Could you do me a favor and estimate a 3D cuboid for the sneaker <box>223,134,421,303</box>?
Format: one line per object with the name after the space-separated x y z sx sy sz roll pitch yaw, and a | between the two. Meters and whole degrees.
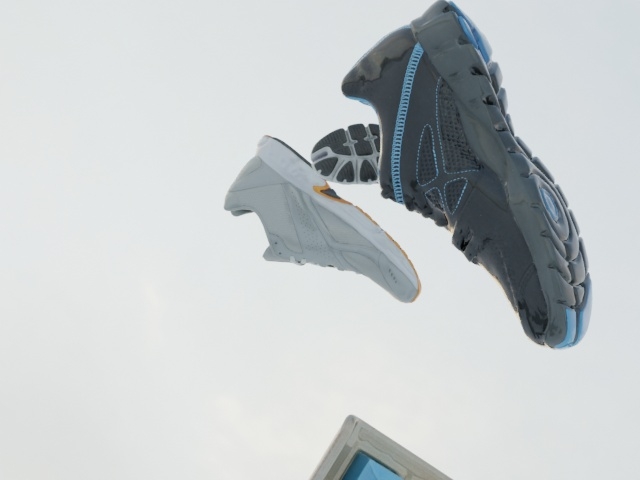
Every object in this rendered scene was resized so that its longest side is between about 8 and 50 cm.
0.000 0.000 2.044 0.262 0.121 0.099 41 0 4 | sneaker

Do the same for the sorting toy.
0.037 0.270 1.492 0.038 0.193 0.208 25 -9 46 | sorting toy

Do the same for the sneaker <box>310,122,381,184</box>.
0.071 -0.078 1.787 0.170 0.068 0.071 -5 -25 -17 | sneaker

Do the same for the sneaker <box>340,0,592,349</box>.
0.136 -0.044 1.571 0.139 0.341 0.125 -29 -20 17 | sneaker
